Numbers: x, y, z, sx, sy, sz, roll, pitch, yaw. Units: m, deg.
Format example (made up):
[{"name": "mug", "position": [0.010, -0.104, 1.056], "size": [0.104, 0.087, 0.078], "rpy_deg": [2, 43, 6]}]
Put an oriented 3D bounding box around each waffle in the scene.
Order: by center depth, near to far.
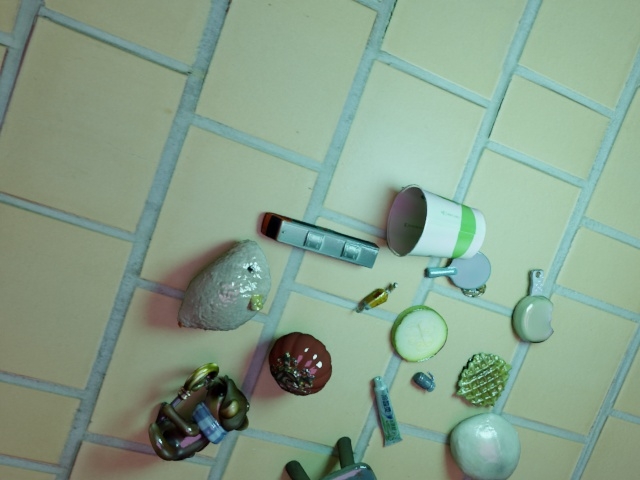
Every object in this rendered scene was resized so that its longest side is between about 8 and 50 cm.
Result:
[{"name": "waffle", "position": [0.643, 0.545, 1.910], "size": [0.208, 0.054, 0.213], "rpy_deg": [23, 88, -11]}]

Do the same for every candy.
[{"name": "candy", "position": [0.205, 0.211, 1.764], "size": [0.182, 0.053, 0.046], "rpy_deg": [-34, 117, -5]}, {"name": "candy", "position": [0.649, 0.810, 1.891], "size": [0.296, 0.185, 0.295], "rpy_deg": [-2, 104, -7]}]

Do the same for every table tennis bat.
[{"name": "table tennis bat", "position": [0.509, 0.112, 1.798], "size": [0.238, 0.038, 0.148], "rpy_deg": [-6, 102, -1]}]

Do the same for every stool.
[{"name": "stool", "position": [0.058, 0.922, 1.766], "size": [0.311, 0.226, 0.310], "rpy_deg": [-21, 104, -7]}]

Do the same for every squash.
[{"name": "squash", "position": [0.371, 0.352, 1.833], "size": [0.220, 0.041, 0.219], "rpy_deg": [-3, 104, -13]}]

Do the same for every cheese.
[{"name": "cheese", "position": [0.834, 0.252, 1.887], "size": [0.164, 0.082, 0.286], "rpy_deg": [2, 98, -13]}]

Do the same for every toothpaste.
[{"name": "toothpaste", "position": [0.250, 0.652, 1.854], "size": [0.075, 0.048, 0.296], "rpy_deg": [-17, 105, -9]}]

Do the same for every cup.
[{"name": "cup", "position": [0.398, -0.044, 1.672], "size": [0.274, 0.253, 0.252], "rpy_deg": [12, 97, -20]}]

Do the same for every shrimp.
[{"name": "shrimp", "position": [0.564, 0.150, 1.838], "size": [0.091, 0.034, 0.161], "rpy_deg": [-35, 105, -3]}]

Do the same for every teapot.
[{"name": "teapot", "position": [0.397, 0.535, 1.867], "size": [0.083, 0.063, 0.049], "rpy_deg": [40, 121, -18]}]

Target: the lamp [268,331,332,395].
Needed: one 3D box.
[{"name": "lamp", "position": [-0.072, 0.423, 1.658], "size": [0.227, 0.227, 0.226], "rpy_deg": [-2, 100, -11]}]

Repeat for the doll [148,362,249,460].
[{"name": "doll", "position": [-0.412, 0.595, 1.643], "size": [0.340, 0.209, 0.317], "rpy_deg": [-31, 136, -4]}]

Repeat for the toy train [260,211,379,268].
[{"name": "toy train", "position": [0.000, 0.000, 1.669], "size": [0.410, 0.089, 0.086], "rpy_deg": [17, 101, -14]}]

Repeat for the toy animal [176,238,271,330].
[{"name": "toy animal", "position": [-0.301, 0.176, 1.583], "size": [0.358, 0.188, 0.226], "rpy_deg": [-40, 99, -3]}]
